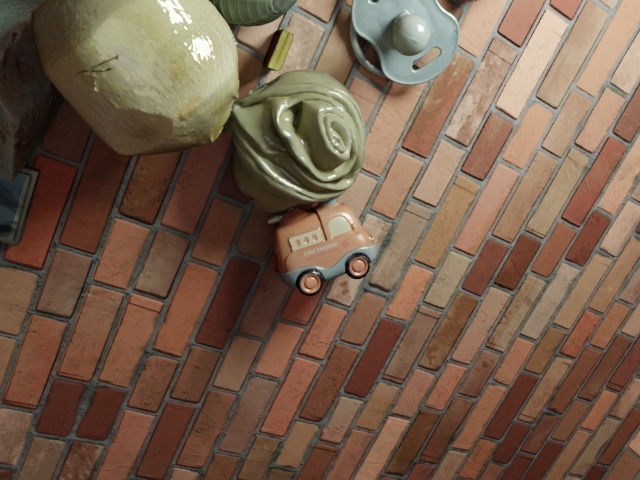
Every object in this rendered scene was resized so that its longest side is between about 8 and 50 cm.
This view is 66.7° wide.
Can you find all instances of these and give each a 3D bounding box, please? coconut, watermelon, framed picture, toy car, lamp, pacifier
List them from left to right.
[{"bbox_3d":[-0.784,-0.112,1.079,0.259,0.023,0.189,19,101,-20],"label":"framed picture"},{"bbox_3d":[-0.615,-0.307,0.921,0.228,0.258,0.388,23,98,-24],"label":"watermelon"},{"bbox_3d":[-0.327,-0.336,0.938,0.346,0.346,0.360,-35,123,0],"label":"coconut"},{"bbox_3d":[-0.134,-0.564,0.977,0.265,0.233,0.233,-46,114,8],"label":"lamp"},{"bbox_3d":[0.000,0.000,1.250,0.270,0.180,0.213,-18,103,-7],"label":"toy car"},{"bbox_3d":[0.184,-0.472,1.099,0.238,0.226,0.287,-29,114,17],"label":"pacifier"}]

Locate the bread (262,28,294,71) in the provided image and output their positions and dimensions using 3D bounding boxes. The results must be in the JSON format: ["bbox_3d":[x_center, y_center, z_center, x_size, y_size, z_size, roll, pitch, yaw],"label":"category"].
[{"bbox_3d":[-0.097,-0.431,1.103,0.035,0.094,0.090,18,104,-22],"label":"bread"}]

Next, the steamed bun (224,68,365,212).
[{"bbox_3d":[-0.049,-0.229,1.106,0.323,0.219,0.310,-17,102,-10],"label":"steamed bun"}]
